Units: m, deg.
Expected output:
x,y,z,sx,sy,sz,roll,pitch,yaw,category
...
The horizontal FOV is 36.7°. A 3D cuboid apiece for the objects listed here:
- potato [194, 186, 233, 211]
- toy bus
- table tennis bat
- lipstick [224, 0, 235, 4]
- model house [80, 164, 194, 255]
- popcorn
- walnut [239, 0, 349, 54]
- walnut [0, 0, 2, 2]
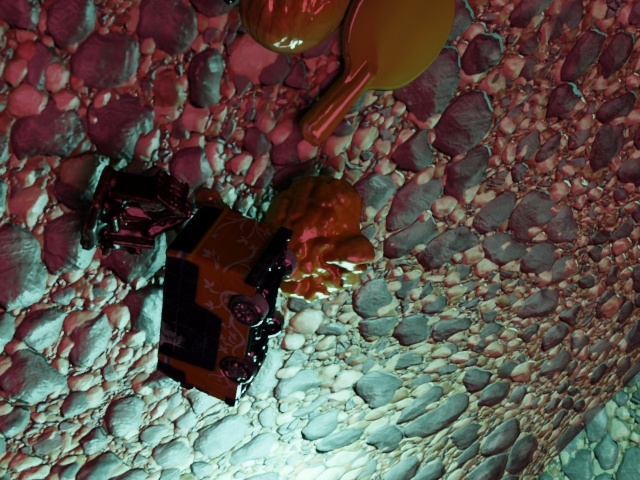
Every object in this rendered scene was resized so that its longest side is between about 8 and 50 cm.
x,y,z,sx,sy,sz,roll,pitch,yaw,category
-0.183,-0.055,1.645,0.046,0.045,0.092,-63,144,-19,potato
-0.167,0.113,1.641,0.162,0.194,0.323,-59,167,-47,toy bus
0.092,-0.311,1.632,0.368,0.054,0.224,-51,137,4,table tennis bat
-0.168,-0.407,1.386,0.027,0.027,0.176,-39,137,-2,lipstick
-0.278,-0.041,1.493,0.164,0.203,0.141,15,82,-13,model house
0.000,0.000,1.706,0.226,0.203,0.200,-45,150,-22,popcorn
-0.035,-0.370,1.408,0.165,0.165,0.197,-7,129,-31,walnut
-0.441,-0.345,1.227,0.121,0.052,0.091,-42,138,3,walnut
